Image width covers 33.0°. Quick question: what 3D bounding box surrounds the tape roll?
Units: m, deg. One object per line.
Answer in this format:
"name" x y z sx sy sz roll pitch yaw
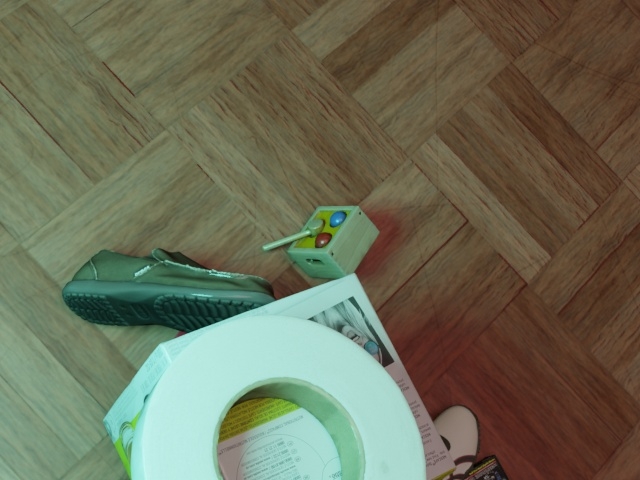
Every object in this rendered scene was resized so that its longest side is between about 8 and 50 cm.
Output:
"tape roll" -0.047 0.285 1.394 0.392 0.072 0.392 11 60 -19

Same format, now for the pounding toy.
"pounding toy" 0.000 0.000 1.905 0.100 0.141 0.130 50 61 -30

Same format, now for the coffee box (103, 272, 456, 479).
"coffee box" -0.072 0.305 1.621 0.338 0.337 0.334 -19 73 -32

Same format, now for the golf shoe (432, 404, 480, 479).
"golf shoe" 0.185 0.379 1.830 0.105 0.120 0.273 21 59 30

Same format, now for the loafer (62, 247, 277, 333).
"loafer" -0.235 0.065 1.734 0.365 0.134 0.130 5 56 15

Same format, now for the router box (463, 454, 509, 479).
"router box" 0.277 0.446 1.897 0.122 0.038 0.092 -25 83 -24

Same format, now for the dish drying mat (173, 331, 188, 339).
"dish drying mat" -0.229 0.166 1.835 0.032 0.008 0.083 35 67 -4
